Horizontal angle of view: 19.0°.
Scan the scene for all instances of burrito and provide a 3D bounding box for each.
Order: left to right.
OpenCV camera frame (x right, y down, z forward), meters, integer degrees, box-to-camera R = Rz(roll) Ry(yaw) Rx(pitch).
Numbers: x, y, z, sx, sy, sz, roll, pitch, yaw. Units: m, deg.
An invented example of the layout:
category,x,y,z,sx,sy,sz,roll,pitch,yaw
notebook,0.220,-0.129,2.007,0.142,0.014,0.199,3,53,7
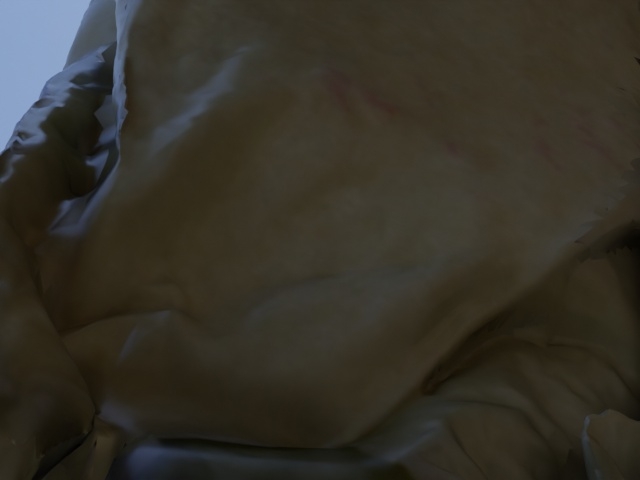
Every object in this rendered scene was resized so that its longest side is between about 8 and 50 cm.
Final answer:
category,x,y,z,sx,sy,sz,roll,pitch,yaw
burrito,-0.004,0.000,0.516,0.190,0.135,0.332,22,-142,-10
